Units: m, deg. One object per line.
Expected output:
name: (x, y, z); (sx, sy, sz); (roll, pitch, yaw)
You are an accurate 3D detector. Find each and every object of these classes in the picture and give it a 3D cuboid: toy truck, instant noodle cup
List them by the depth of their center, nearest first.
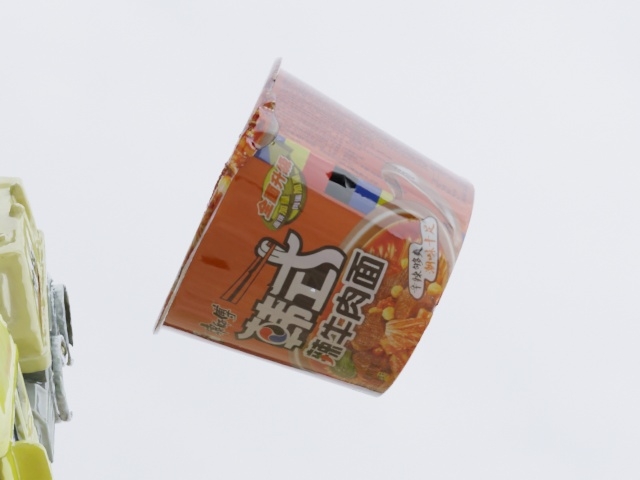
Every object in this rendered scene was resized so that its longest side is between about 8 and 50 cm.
toy truck: (-0.188, 0.053, 0.715); (0.124, 0.272, 0.157); (-8, -59, -4)
instant noodle cup: (0.000, 0.000, 1.211); (0.192, 0.250, 0.250); (24, -38, -4)
